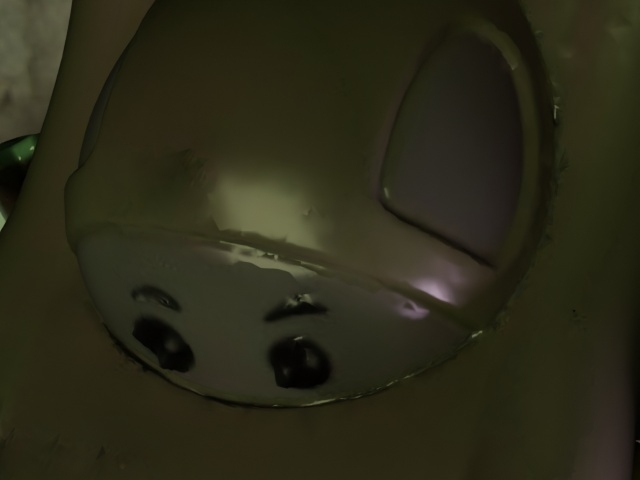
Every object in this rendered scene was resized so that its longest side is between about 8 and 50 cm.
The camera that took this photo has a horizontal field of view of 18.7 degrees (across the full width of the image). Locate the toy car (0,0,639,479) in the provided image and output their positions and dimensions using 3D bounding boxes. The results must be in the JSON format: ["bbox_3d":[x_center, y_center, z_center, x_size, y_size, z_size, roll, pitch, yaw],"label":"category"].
[{"bbox_3d":[0.000,0.000,0.609,0.242,0.226,0.336,10,74,21],"label":"toy car"}]

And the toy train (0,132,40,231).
[{"bbox_3d":[-0.058,0.097,0.829,0.159,0.129,0.326,-27,94,19],"label":"toy train"}]
